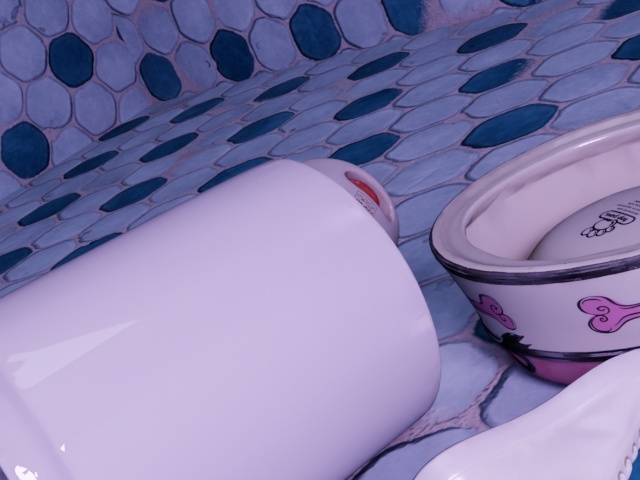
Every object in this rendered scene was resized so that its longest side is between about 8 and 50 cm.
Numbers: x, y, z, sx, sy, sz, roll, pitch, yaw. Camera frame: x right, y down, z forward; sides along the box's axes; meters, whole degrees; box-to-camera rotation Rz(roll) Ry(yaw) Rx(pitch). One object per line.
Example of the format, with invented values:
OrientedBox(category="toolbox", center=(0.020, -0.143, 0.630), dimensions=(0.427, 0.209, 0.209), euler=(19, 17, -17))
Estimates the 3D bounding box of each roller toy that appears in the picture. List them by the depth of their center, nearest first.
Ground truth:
OrientedBox(category="roller toy", center=(0.000, 0.000, 1.385), dimensions=(0.191, 0.209, 0.146), euler=(4, 28, 14))

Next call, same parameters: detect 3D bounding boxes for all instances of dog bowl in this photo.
OrientedBox(category="dog bowl", center=(0.326, -0.003, 1.073), dimensions=(0.408, 0.150, 0.408), euler=(-20, 18, 7))

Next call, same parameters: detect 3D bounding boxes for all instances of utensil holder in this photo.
OrientedBox(category="utensil holder", center=(-0.126, 0.141, 0.980), dimensions=(0.385, 0.328, 0.327), euler=(-30, 20, -27))

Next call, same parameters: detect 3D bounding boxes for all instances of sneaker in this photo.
OrientedBox(category="sneaker", center=(0.215, 0.185, 0.848), dimensions=(0.290, 0.106, 0.123), euler=(-23, 53, -25))
